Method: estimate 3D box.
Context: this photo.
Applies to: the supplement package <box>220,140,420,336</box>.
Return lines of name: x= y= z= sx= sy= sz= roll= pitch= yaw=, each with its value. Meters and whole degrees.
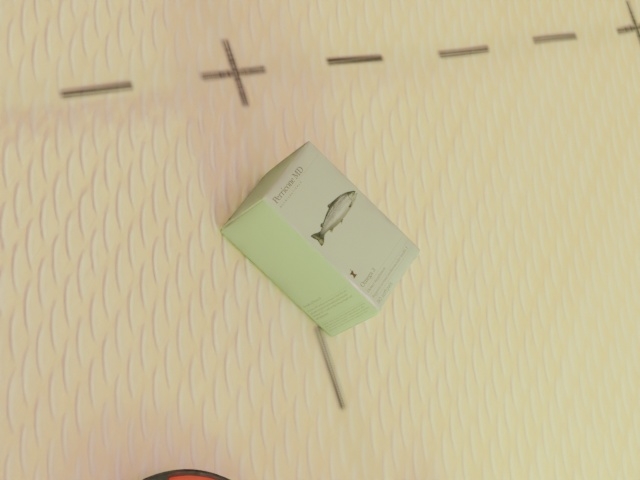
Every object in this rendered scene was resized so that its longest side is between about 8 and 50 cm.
supplement package: x=0.000 y=0.000 z=1.520 sx=0.179 sy=0.105 sz=0.105 roll=44 pitch=54 yaw=-11

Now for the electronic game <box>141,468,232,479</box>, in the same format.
electronic game: x=-0.125 y=0.337 z=1.338 sx=0.229 sy=0.048 sz=0.229 roll=13 pitch=65 yaw=-28
